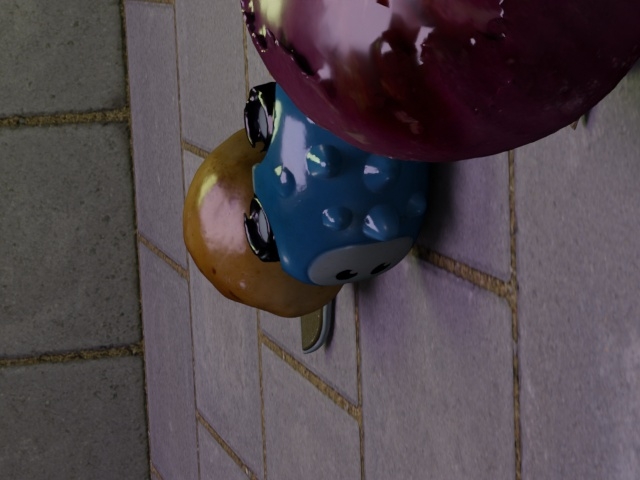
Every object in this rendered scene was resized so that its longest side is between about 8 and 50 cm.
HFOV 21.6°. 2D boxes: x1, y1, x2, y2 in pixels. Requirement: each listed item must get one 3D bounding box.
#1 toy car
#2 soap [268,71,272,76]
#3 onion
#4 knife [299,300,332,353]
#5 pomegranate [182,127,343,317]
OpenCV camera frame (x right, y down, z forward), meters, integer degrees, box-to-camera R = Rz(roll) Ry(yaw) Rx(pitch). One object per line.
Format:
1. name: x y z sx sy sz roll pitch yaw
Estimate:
1. toy car: 0.031 -0.067 1.755 0.190 0.188 0.255 -142 50 -58
2. soap: -0.027 -0.354 1.903 0.204 0.096 0.324 -96 0 -77
3. onion: 0.127 -0.230 1.238 0.358 0.345 0.358 5 96 56
4. knife: -0.001 0.000 2.146 0.061 0.027 0.343 26 123 40
5. pomegranate: -0.059 -0.024 2.008 0.233 0.233 0.233 175 90 -74
